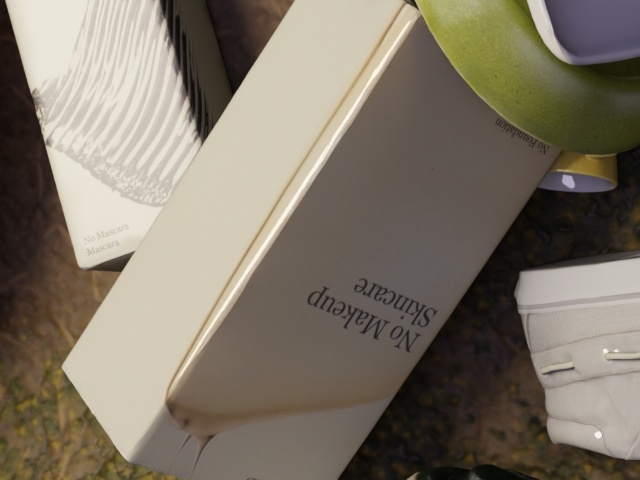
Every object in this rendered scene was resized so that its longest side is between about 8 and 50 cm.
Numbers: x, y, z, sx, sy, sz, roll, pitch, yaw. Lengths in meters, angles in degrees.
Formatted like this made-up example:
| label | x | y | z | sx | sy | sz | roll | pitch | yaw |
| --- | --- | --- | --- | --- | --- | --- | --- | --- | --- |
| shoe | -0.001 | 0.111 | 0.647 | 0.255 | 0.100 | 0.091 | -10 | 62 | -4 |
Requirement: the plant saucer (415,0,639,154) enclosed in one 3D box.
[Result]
| label | x | y | z | sx | sy | sz | roll | pitch | yaw |
| --- | --- | --- | --- | --- | --- | --- | --- | --- | --- |
| plant saucer | 0.144 | -0.168 | 1.032 | 0.037 | 0.241 | 0.241 | -23 | 79 | 49 |

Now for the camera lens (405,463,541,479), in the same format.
| label | x | y | z | sx | sy | sz | roll | pitch | yaw |
| --- | --- | --- | --- | --- | --- | --- | --- | --- | --- |
| camera lens | 0.100 | 0.282 | 1.031 | 0.219 | 0.219 | 0.274 | 24 | 96 | 17 |

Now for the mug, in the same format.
| label | x | y | z | sx | sy | sz | roll | pitch | yaw |
| --- | --- | --- | --- | --- | --- | --- | --- | --- | --- |
| mug | 0.161 | -0.067 | 1.108 | 0.078 | 0.062 | 0.064 | 0 | 79 | 37 |

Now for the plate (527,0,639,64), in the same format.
| label | x | y | z | sx | sy | sz | roll | pitch | yaw |
| --- | --- | --- | --- | --- | --- | --- | --- | --- | --- |
| plate | 0.176 | -0.234 | 1.027 | 0.045 | 0.278 | 0.277 | -24 | 80 | 49 |

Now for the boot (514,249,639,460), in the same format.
| label | x | y | z | sx | sy | sz | roll | pitch | yaw |
| --- | --- | --- | --- | --- | --- | --- | --- | --- | --- |
| boot | 0.224 | 0.063 | 1.033 | 0.258 | 0.095 | 0.123 | -9 | 93 | 53 |

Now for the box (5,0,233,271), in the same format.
| label | x | y | z | sx | sy | sz | roll | pitch | yaw |
| --- | --- | --- | --- | --- | --- | --- | --- | --- | --- |
| box | -0.131 | -0.124 | 1.185 | 0.113 | 0.094 | 0.275 | -20 | 83 | 17 |

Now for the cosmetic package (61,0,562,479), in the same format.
| label | x | y | z | sx | sy | sz | roll | pitch | yaw |
| --- | --- | --- | --- | --- | --- | --- | --- | --- | --- |
| cosmetic package | 0.000 | 0.000 | 1.084 | 0.309 | 0.160 | 0.113 | -58 | 40 | 11 |
